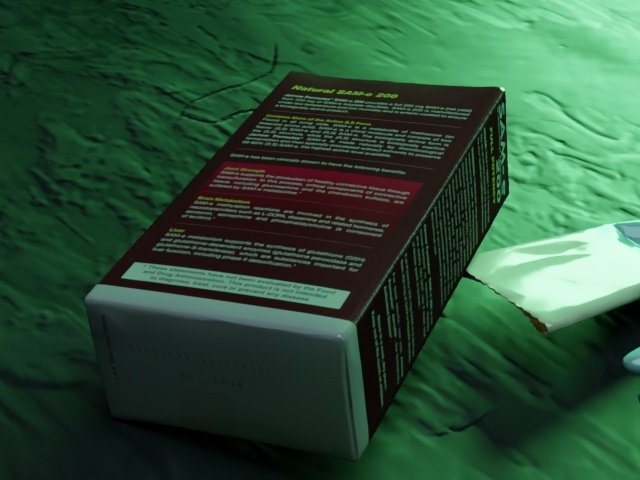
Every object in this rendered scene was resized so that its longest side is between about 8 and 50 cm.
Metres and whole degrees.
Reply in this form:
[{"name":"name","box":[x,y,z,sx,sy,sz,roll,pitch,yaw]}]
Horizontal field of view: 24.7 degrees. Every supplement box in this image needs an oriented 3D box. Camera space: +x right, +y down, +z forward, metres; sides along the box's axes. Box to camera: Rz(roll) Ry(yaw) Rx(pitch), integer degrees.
[{"name":"supplement box","box":[0.000,0.000,0.730,0.130,0.073,0.239,8,35,23]}]

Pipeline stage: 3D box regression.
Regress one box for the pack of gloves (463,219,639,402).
[{"name":"pack of gloves","box":[0.215,0.041,0.761,0.232,0.046,0.195,-14,29,-29]}]
